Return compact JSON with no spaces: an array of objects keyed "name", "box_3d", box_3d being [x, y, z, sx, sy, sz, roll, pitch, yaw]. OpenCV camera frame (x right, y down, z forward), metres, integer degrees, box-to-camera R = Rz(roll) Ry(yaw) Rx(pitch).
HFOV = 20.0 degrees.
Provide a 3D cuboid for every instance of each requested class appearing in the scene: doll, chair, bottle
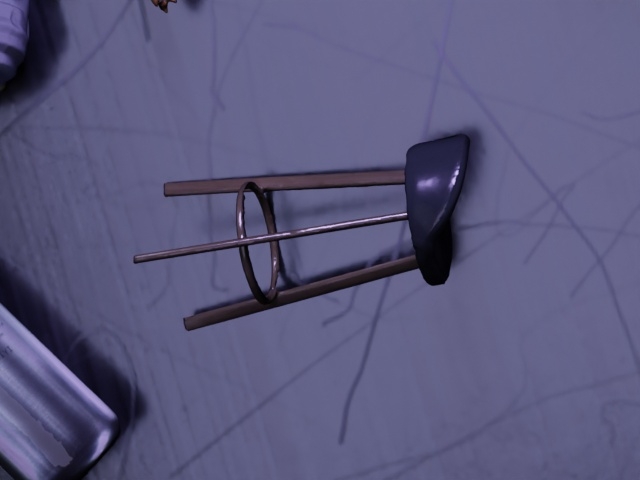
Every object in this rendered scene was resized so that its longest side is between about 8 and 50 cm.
[{"name":"doll","box_3d":[-0.247,-0.112,1.206,0.180,0.079,0.094,-49,47,18]},{"name":"chair","box_3d":[0.000,-0.001,1.173,0.222,0.104,0.095,-12,120,15]},{"name":"bottle","box_3d":[-0.242,0.062,1.224,0.254,0.079,0.096,43,64,2]}]

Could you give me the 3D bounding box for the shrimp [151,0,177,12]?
[{"name":"shrimp","box_3d":[-0.170,-0.239,1.187,0.133,0.053,0.236,-34,87,9]}]
